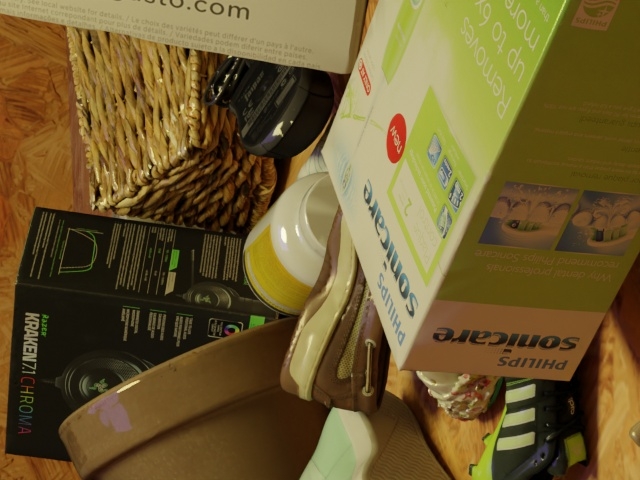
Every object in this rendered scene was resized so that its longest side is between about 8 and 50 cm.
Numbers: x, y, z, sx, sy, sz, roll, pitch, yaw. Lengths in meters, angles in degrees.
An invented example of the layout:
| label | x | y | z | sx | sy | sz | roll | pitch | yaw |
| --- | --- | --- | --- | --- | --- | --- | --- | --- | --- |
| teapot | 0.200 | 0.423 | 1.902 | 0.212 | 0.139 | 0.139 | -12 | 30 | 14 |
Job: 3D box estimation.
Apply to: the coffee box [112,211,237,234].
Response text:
| label | x | y | z | sx | sy | sz | roll | pitch | yaw |
| --- | --- | --- | --- | --- | --- | --- | --- | --- | --- |
| coffee box | -0.164 | 0.070 | 2.157 | 0.098 | 0.141 | 0.246 | -127 | 36 | -63 |

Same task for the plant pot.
| label | x | y | z | sx | sy | sz | roll | pitch | yaw |
| --- | --- | --- | --- | --- | --- | --- | --- | --- | --- |
| plant pot | -0.079 | 0.223 | 1.732 | 0.229 | 0.263 | 0.263 | 67 | 160 | 10 |

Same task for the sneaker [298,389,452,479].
| label | x | y | z | sx | sy | sz | roll | pitch | yaw |
| --- | --- | --- | --- | --- | --- | --- | --- | --- | --- |
| sneaker | 0.036 | 0.234 | 1.480 | 0.256 | 0.094 | 0.151 | -106 | 39 | -67 |

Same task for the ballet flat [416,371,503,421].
| label | x | y | z | sx | sy | sz | roll | pitch | yaw |
| --- | --- | --- | --- | --- | --- | --- | --- | --- | --- |
| ballet flat | 0.100 | 0.056 | 1.317 | 0.241 | 0.077 | 0.091 | 111 | 151 | -56 |

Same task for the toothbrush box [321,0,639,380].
| label | x | y | z | sx | sy | sz | roll | pitch | yaw |
| --- | --- | --- | --- | --- | --- | --- | --- | --- | --- |
| toothbrush box | 0.116 | -0.090 | 1.090 | 0.206 | 0.122 | 0.283 | -108 | 29 | -45 |

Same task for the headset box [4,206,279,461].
| label | x | y | z | sx | sy | sz | roll | pitch | yaw |
| --- | --- | --- | --- | --- | --- | --- | --- | --- | --- |
| headset box | -0.173 | 0.114 | 1.962 | 0.131 | 0.283 | 0.246 | -87 | 7 | -51 |

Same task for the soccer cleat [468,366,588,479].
| label | x | y | z | sx | sy | sz | roll | pitch | yaw |
| --- | --- | --- | --- | --- | --- | --- | --- | --- | --- |
| soccer cleat | 0.147 | 0.106 | 1.215 | 0.072 | 0.060 | 0.179 | 36 | 127 | 39 |

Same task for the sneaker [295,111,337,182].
| label | x | y | z | sx | sy | sz | roll | pitch | yaw |
| --- | --- | --- | --- | --- | --- | --- | --- | --- | --- |
| sneaker | 0.020 | -0.076 | 1.649 | 0.152 | 0.054 | 0.061 | 148 | 129 | -66 |

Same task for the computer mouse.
| label | x | y | z | sx | sy | sz | roll | pitch | yaw |
| --- | --- | --- | --- | --- | --- | --- | --- | --- | --- |
| computer mouse | -0.014 | -0.163 | 1.679 | 0.184 | 0.060 | 0.262 | -57 | 21 | 6 |

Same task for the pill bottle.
| label | x | y | z | sx | sy | sz | roll | pitch | yaw |
| --- | --- | --- | --- | --- | --- | --- | --- | --- | --- |
| pill bottle | 0.000 | 0.000 | 1.619 | 0.184 | 0.103 | 0.103 | 137 | 129 | -70 |

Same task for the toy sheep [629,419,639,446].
| label | x | y | z | sx | sy | sz | roll | pitch | yaw |
| --- | --- | --- | --- | --- | --- | --- | --- | --- | --- |
| toy sheep | 0.200 | 0.055 | 0.889 | 0.091 | 0.132 | 0.091 | 48 | 174 | 7 |

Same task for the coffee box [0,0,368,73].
| label | x | y | z | sx | sy | sz | roll | pitch | yaw |
| --- | --- | --- | --- | --- | --- | --- | --- | --- | --- |
| coffee box | -0.101 | -0.367 | 1.331 | 0.338 | 0.338 | 0.334 | -77 | -3 | -54 |

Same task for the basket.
| label | x | y | z | sx | sy | sz | roll | pitch | yaw |
| --- | --- | --- | --- | --- | --- | --- | --- | --- | --- |
| basket | -0.115 | -0.179 | 1.981 | 0.213 | 0.223 | 0.299 | -32 | 59 | 40 |

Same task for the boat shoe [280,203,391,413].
| label | x | y | z | sx | sy | sz | roll | pitch | yaw |
| --- | --- | --- | --- | --- | --- | --- | --- | --- | --- |
| boat shoe | 0.056 | 0.015 | 1.475 | 0.095 | 0.095 | 0.257 | -33 | -36 | -72 |
